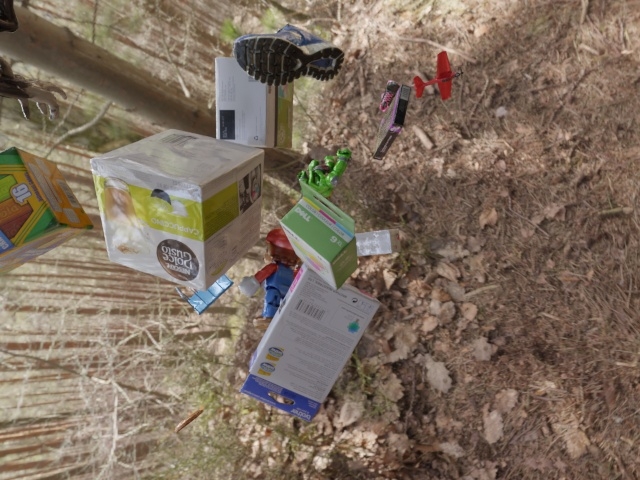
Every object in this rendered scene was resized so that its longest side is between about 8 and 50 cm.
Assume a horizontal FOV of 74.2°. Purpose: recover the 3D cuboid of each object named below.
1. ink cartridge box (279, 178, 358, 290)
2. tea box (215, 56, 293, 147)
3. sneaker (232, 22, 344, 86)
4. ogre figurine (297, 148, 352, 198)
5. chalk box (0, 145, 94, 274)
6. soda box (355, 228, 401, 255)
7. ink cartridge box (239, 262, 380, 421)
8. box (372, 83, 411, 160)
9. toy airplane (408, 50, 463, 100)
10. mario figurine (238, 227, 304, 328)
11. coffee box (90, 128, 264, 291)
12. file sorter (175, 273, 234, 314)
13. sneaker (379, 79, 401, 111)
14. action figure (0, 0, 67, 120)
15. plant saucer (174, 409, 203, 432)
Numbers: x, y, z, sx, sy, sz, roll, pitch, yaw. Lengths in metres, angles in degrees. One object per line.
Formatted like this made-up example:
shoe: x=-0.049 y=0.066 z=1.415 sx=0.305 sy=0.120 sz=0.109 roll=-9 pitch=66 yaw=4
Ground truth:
ink cartridge box: x=0.000 y=0.000 z=0.685 sx=0.109 sy=0.209 sz=0.062 roll=40 pitch=78 yaw=19
tea box: x=-0.262 y=-0.552 z=1.749 sx=0.220 sy=0.323 sz=0.328 roll=5 pitch=103 yaw=13
sneaker: x=-0.098 y=-0.515 z=1.169 sx=0.147 sy=0.330 sz=0.129 roll=50 pitch=135 yaw=30
ogre figurine: x=0.002 y=-0.188 z=1.244 sx=0.197 sy=0.097 sz=0.118 roll=-5 pitch=53 yaw=23
chalk box: x=-0.673 y=-0.035 z=0.869 sx=0.289 sy=0.179 sz=0.180 roll=-30 pitch=93 yaw=-8
soda box: x=0.141 y=0.011 z=1.343 sx=0.216 sy=0.069 sz=0.073 roll=-7 pitch=90 yaw=36
ink cartridge box: x=-0.027 y=0.224 z=0.929 sx=0.311 sy=0.186 sz=0.065 roll=-62 pitch=13 yaw=3
box: x=0.174 y=-0.286 z=1.046 sx=0.162 sy=0.029 sz=0.116 roll=124 pitch=162 yaw=-69
toy airplane: x=0.318 y=-0.443 z=1.169 sx=0.151 sy=0.151 sz=0.028 roll=-28 pitch=43 yaw=31
mario figurine: x=-0.136 y=0.115 z=1.287 sx=0.170 sy=0.198 sz=0.320 roll=-2 pitch=67 yaw=12
coffee box: x=-0.400 y=-0.105 z=1.268 sx=0.338 sy=0.338 sz=0.334 roll=16 pitch=122 yaw=14
file sorter: x=-0.435 y=0.165 z=1.576 sx=0.170 sy=0.104 sz=0.118 roll=-44 pitch=37 yaw=-12
sneaker: x=0.198 y=-0.414 z=1.224 sx=0.047 sy=0.119 sz=0.057 roll=27 pitch=78 yaw=2
action figure: x=-0.330 y=-0.156 z=0.389 sx=0.164 sy=0.141 sz=0.275 roll=20 pitch=92 yaw=10
plant saucer: x=-0.344 y=0.469 z=1.104 sx=0.083 sy=0.083 sz=0.013 roll=-44 pitch=78 yaw=22
